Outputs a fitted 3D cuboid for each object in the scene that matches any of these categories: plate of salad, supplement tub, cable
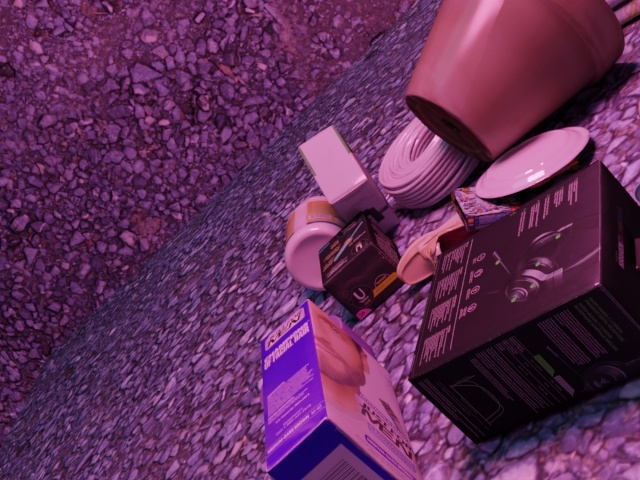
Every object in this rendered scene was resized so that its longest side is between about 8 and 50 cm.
[{"bbox_3d":[0.340,-0.118,1.415,0.199,0.048,0.200,-31,16,10],"label":"plate of salad"},{"bbox_3d":[0.000,0.000,1.809,0.144,0.144,0.200,-41,18,16],"label":"supplement tub"},{"bbox_3d":[0.224,-0.179,1.725,0.257,0.089,0.257,-58,19,-7],"label":"cable"}]

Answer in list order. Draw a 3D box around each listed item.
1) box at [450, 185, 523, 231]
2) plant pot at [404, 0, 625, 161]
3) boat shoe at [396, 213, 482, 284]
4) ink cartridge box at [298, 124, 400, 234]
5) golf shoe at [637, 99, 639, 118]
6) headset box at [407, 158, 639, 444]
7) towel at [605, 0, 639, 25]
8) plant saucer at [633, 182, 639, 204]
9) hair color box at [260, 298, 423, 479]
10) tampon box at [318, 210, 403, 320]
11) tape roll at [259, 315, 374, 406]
[{"bbox_3d":[0.268,-0.056,1.420,0.093,0.027,0.137,-8,22,0],"label":"box"},{"bbox_3d":[0.298,-0.301,1.503,0.280,0.323,0.323,-53,17,-4],"label":"plant pot"},{"bbox_3d":[0.195,0.015,1.452,0.170,0.063,0.059,-42,12,11],"label":"boat shoe"},{"bbox_3d":[0.059,-0.104,1.718,0.087,0.208,0.153,-34,59,7],"label":"ink cartridge box"},{"bbox_3d":[0.491,-0.199,1.140,0.105,0.120,0.273,-50,16,-4],"label":"golf shoe"},{"bbox_3d":[0.266,0.068,1.050,0.283,0.131,0.246,-35,20,34],"label":"headset box"},{"bbox_3d":[0.574,-0.510,1.702,0.374,0.090,0.321,-28,27,46],"label":"towel"},{"bbox_3d":[0.432,-0.052,1.042,0.119,0.021,0.119,-13,26,6],"label":"plant saucer"},{"bbox_3d":[0.022,0.231,1.173,0.110,0.185,0.339,-44,18,9],"label":"hair color box"},{"bbox_3d":[0.074,0.044,1.606,0.120,0.101,0.161,-43,18,13],"label":"tampon box"},{"bbox_3d":[-0.007,0.220,1.446,0.189,0.080,0.189,-42,17,17],"label":"tape roll"}]
